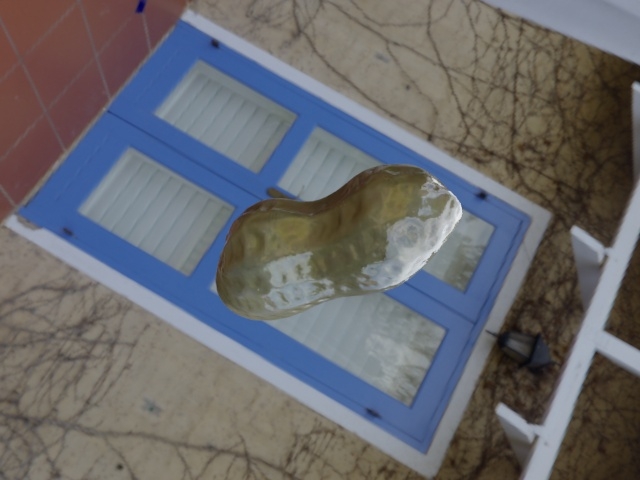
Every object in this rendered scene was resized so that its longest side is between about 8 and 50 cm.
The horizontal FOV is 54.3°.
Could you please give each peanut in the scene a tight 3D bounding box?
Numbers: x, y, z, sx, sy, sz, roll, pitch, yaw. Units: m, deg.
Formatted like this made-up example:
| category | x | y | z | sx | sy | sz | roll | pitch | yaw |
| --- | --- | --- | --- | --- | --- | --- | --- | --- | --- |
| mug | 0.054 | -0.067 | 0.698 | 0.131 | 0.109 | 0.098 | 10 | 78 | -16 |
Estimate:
| category | x | y | z | sx | sy | sz | roll | pitch | yaw |
| --- | --- | --- | --- | --- | --- | --- | --- | --- | --- |
| peanut | 0.000 | 0.000 | 0.586 | 0.275 | 0.125 | 0.111 | -21 | -137 | 31 |
